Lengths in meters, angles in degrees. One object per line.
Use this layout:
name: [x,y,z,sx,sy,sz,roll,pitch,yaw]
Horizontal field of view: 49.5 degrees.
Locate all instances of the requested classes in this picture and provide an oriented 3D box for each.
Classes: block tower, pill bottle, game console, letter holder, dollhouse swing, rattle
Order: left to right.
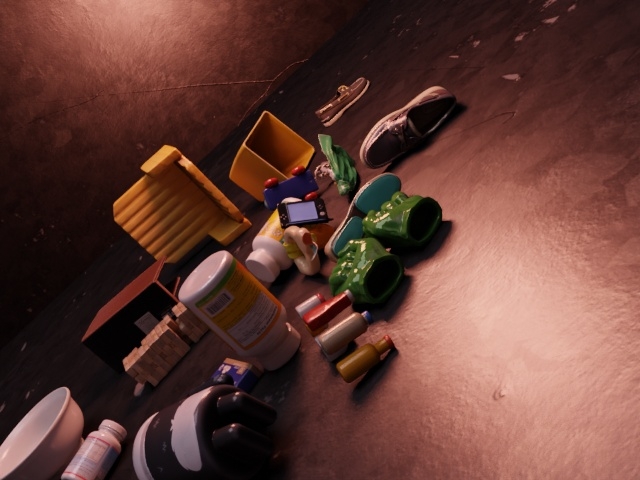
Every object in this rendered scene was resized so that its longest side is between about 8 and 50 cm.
pill bottle: [-0.521,0.503,1.612,0.087,0.087,0.160,-22,29,43]
letter holder: [-0.541,0.216,2.106,0.302,0.152,0.214,-39,20,12]
dollhouse swing: [-0.479,-0.082,2.273,0.305,0.347,0.315,-46,21,-8]
block tower: [-0.371,0.235,1.845,0.335,0.091,0.097,-46,22,-9]
pill bottle: [-0.156,0.149,1.407,0.136,0.245,0.136,-36,22,17]
pill bottle: [-0.099,0.000,1.764,0.118,0.117,0.208,-13,36,53]
game console: [-0.039,-0.069,1.701,0.071,0.122,0.107,99,160,-58]
rattle: [0.000,0.000,1.590,0.143,0.130,0.199,-12,-17,-17]

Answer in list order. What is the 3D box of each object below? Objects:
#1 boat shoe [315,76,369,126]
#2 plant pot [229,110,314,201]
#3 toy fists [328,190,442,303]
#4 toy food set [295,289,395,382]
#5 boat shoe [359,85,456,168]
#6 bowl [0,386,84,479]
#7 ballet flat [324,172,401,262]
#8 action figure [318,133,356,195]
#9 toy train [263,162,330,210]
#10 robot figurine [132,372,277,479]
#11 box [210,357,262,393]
boat shoe: [0.079,-0.505,2.460,0.228,0.068,0.081,-46,22,-7]
plant pot: [-0.180,-0.256,2.291,0.187,0.212,0.212,-41,18,42]
toy fists: [0.120,0.011,1.388,0.279,0.096,0.142,-54,22,-21]
toy food set: [0.036,0.152,1.259,0.104,0.111,0.232,-33,19,-7]
boat shoe: [0.223,-0.285,1.755,0.285,0.103,0.092,-37,16,-1]
bowl: [-0.722,0.544,1.827,0.298,0.134,0.298,-37,22,18]
ballet flat: [0.093,-0.050,1.584,0.248,0.086,0.086,-51,22,-14]
action figure: [0.051,-0.191,1.883,0.063,0.137,0.232,-50,26,24]
toy train: [-0.052,-0.159,2.039,0.248,0.105,0.143,-25,0,-12]
robot figurine: [-0.202,0.356,1.215,0.278,0.173,0.209,-29,2,32]
box: [-0.227,0.350,1.451,0.225,0.036,0.136,-54,23,-22]
